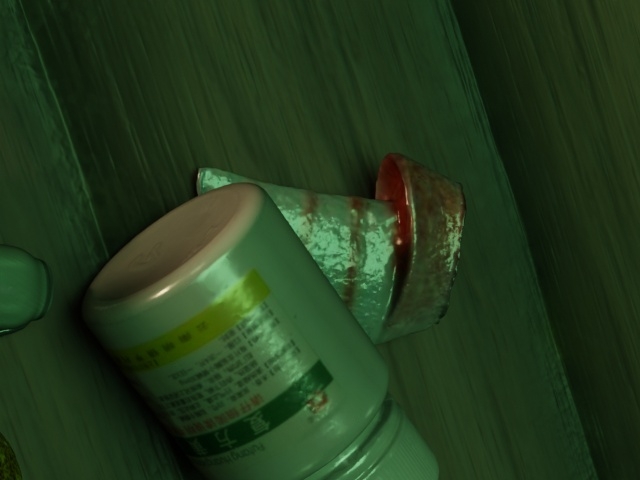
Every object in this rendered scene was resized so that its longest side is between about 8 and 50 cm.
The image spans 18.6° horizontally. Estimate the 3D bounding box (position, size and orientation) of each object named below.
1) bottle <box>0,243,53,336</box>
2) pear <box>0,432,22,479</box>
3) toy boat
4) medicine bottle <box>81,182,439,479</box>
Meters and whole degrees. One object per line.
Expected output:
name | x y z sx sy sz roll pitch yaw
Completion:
bottle | -0.361 0.042 1.719 0.253 0.079 0.096 4 122 -34
pear | -0.346 0.211 1.649 0.197 0.197 0.197 3 84 -35
toy boat | 0.000 0.000 1.978 0.282 0.096 0.206 11 94 -24
medicine bottle | -0.049 0.135 1.844 0.208 0.208 0.340 -45 111 -29
